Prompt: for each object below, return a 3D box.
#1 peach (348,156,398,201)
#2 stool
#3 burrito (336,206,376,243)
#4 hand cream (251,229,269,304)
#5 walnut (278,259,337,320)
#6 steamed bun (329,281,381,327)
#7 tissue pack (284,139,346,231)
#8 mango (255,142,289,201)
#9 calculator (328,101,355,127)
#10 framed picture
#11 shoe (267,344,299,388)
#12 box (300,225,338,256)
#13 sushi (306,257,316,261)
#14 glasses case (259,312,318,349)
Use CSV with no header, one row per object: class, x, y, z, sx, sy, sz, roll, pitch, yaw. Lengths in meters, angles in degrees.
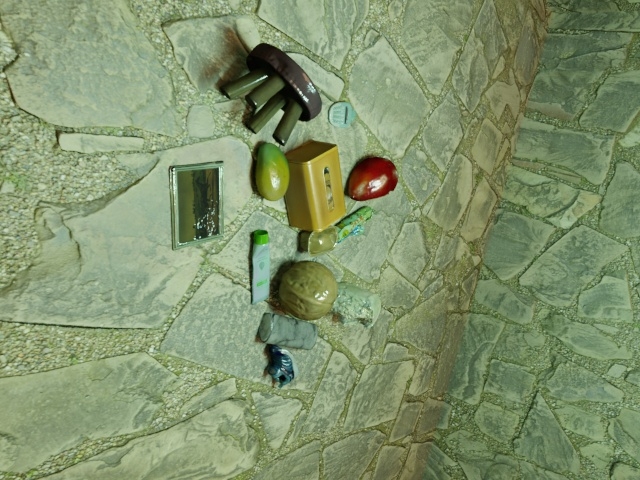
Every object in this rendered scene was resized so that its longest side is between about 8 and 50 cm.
peach,0.220,-0.262,2.116,0.267,0.158,0.154,-27,117,-42
stool,-0.145,-0.426,1.514,0.178,0.272,0.272,-48,138,-11
burrito,0.138,-0.057,2.158,0.288,0.054,0.104,-36,130,-39
hand cream,-0.211,0.097,1.793,0.079,0.050,0.275,-7,116,-22
walnut,-0.048,0.182,1.879,0.228,0.228,0.228,-22,120,-46
steamed bun,0.139,0.282,2.144,0.200,0.225,0.171,4,100,-54
tissue pack,-0.023,-0.195,1.834,0.194,0.145,0.275,-35,128,-37
mango,-0.162,-0.229,1.693,0.130,0.091,0.195,-29,116,-39
calculator,0.084,-0.483,1.957,0.153,0.021,0.095,-15,115,-48
framed picture,-0.365,-0.107,1.538,0.197,0.014,0.252,-17,116,-47
shoe,-0.153,0.483,1.961,0.106,0.091,0.207,-43,134,-34
box,0.000,0.000,1.966,0.177,0.111,0.111,-16,115,-48
sushi,-0.047,0.140,2.022,0.120,0.026,0.126,-15,115,-49
glasses case,-0.119,0.358,1.980,0.299,0.060,0.114,25,75,-52
